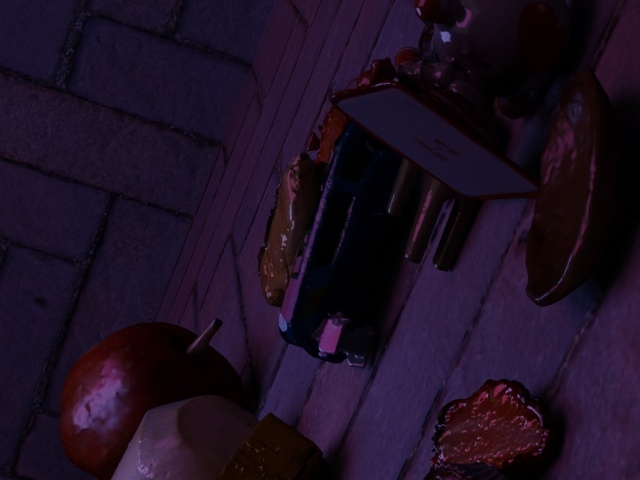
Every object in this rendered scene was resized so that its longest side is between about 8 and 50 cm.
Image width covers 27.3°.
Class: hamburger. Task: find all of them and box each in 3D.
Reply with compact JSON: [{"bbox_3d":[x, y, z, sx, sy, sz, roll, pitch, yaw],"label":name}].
[{"bbox_3d":[0.000,0.000,1.692,0.262,0.124,0.131,106,158,-49],"label":"hamburger"}]

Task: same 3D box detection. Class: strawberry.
[{"bbox_3d":[0.139,0.161,1.042,0.152,0.048,0.104,-10,54,58],"label":"strawberry"},{"bbox_3d":[0.036,-0.115,1.774,0.145,0.086,0.145,-53,24,35],"label":"strawberry"}]

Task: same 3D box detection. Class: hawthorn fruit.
[{"bbox_3d":[-0.245,0.242,2.049,0.330,0.287,0.287,-52,19,23],"label":"hawthorn fruit"}]

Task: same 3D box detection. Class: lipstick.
[{"bbox_3d":[0.114,-0.198,1.680,0.130,0.038,0.038,-88,21,-51],"label":"lipstick"}]

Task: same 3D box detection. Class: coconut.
[{"bbox_3d":[-0.168,0.327,1.732,0.241,0.241,0.241,-161,90,-78],"label":"coconut"}]

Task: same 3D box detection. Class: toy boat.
[{"bbox_3d":[0.055,-0.003,1.544,0.092,0.134,0.299,8,75,40],"label":"toy boat"}]

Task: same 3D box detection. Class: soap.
[{"bbox_3d":[-0.082,0.325,1.523,0.160,0.080,0.257,-18,-45,-63],"label":"soap"}]

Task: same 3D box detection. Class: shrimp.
[{"bbox_3d":[0.151,-0.245,1.553,0.065,0.057,0.165,-67,14,-12],"label":"shrimp"}]

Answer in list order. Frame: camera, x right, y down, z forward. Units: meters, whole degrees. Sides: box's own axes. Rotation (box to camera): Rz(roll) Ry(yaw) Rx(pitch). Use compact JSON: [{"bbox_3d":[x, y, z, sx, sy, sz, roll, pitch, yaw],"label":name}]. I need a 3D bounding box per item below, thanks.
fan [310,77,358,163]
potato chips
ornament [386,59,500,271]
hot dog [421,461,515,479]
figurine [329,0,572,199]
[{"bbox_3d":[0.018,-0.118,1.897,0.130,0.074,0.244,-126,58,-76],"label":"fan"},{"bbox_3d":[0.205,-0.044,1.043,0.201,0.049,0.150,-87,15,-44],"label":"potato chips"},{"bbox_3d":[0.138,-0.119,1.407,0.230,0.061,0.245,-107,36,-69],"label":"ornament"},{"bbox_3d":[0.093,0.245,1.009,0.059,0.108,0.191,-24,-31,-50],"label":"hot dog"},{"bbox_3d":[0.156,-0.180,1.221,0.226,0.183,0.160,-61,20,-11],"label":"figurine"}]
